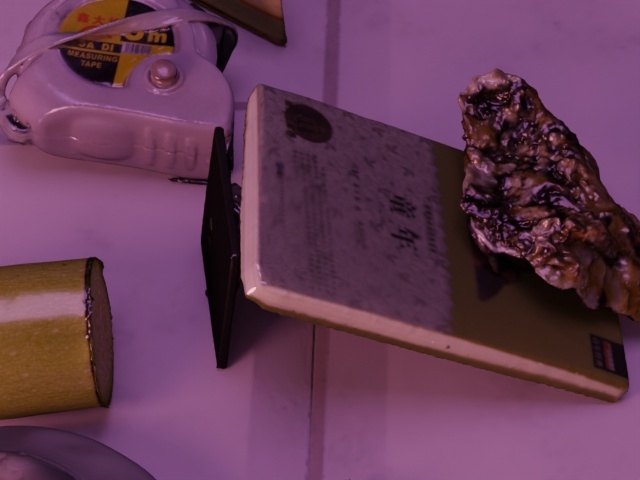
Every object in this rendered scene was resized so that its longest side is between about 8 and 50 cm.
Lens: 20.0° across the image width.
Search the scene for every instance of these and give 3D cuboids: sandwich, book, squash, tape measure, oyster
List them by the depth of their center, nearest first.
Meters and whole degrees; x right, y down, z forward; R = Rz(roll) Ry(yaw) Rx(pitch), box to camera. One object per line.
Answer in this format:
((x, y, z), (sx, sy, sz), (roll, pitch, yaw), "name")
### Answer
((-0.301, 0.086, 1.523), (0.247, 0.132, 0.132), (-4, 49, -2), "squash")
((0.097, -0.002, 1.561), (0.352, 0.035, 0.239), (16, 45, -19), "book")
((0.219, -0.031, 1.589), (0.223, 0.083, 0.214), (20, 43, -27), "oyster")
((-0.188, -0.161, 1.737), (0.236, 0.120, 0.197), (8, 56, 1), "tape measure")
((-0.126, -0.281, 1.845), (0.144, 0.117, 0.187), (-15, 53, -9), "sandwich")

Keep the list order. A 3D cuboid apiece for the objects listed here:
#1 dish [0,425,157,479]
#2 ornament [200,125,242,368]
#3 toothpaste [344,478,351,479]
((-0.247, 0.256, 1.378), (0.324, 0.124, 0.324), (0, 49, 0), "dish")
((0.000, 0.000, 1.595), (0.196, 0.153, 0.166), (-1, 49, -12), "ornament")
((0.076, 0.248, 1.444), (0.045, 0.028, 0.170), (-30, 57, -31), "toothpaste")
